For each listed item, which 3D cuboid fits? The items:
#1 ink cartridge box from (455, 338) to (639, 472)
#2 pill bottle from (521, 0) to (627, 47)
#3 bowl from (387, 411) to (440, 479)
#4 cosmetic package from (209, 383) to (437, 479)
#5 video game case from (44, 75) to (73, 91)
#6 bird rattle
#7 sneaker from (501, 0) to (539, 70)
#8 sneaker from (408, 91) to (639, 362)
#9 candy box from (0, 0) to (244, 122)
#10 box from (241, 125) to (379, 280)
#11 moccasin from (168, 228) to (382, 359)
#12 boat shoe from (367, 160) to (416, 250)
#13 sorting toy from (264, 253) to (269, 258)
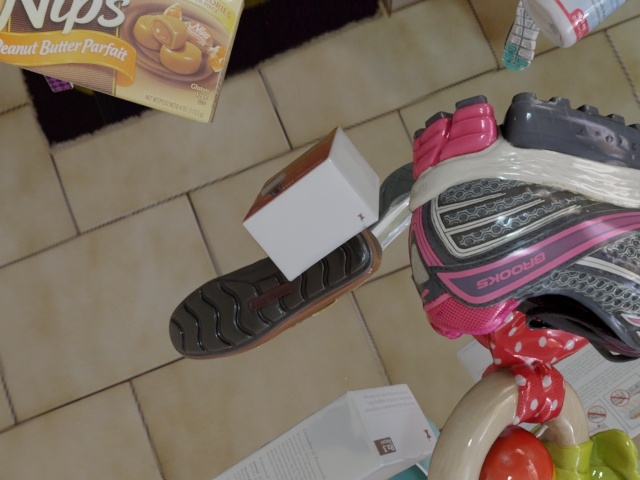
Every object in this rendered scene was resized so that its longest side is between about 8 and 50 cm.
[{"bbox_3d":[0.450,0.242,1.238,0.308,0.091,0.385,-38,41,6],"label":"ink cartridge box"},{"bbox_3d":[0.304,-0.292,0.799,0.160,0.087,0.087,-39,80,10],"label":"pill bottle"},{"bbox_3d":[0.159,0.481,1.685,0.312,0.311,0.163,32,48,7],"label":"bowl"},{"bbox_3d":[-0.002,0.242,0.786,0.231,0.117,0.085,-40,63,26],"label":"cosmetic package"},{"bbox_3d":[-0.462,-0.381,1.181,0.042,0.232,0.210,-16,80,-9],"label":"video game case"},{"bbox_3d":[0.167,0.161,0.578,0.143,0.253,0.207,19,54,45],"label":"bird rattle"},{"bbox_3d":[0.350,-0.374,1.241,0.065,0.076,0.166,21,123,-3],"label":"sneaker"},{"bbox_3d":[0.187,0.013,0.398,0.299,0.121,0.112,8,75,-10],"label":"sneaker"},{"bbox_3d":[-0.279,-0.292,1.008,0.317,0.087,0.182,16,96,-7],"label":"candy box"},{"bbox_3d":[-0.006,-0.050,0.890,0.130,0.170,0.091,-35,103,16],"label":"box"},{"bbox_3d":[-0.075,0.086,1.211,0.380,0.147,0.139,-33,76,8],"label":"moccasin"},{"bbox_3d":[0.191,-0.080,1.734,0.320,0.103,0.118,-43,41,-18],"label":"boat shoe"},{"bbox_3d":[0.000,0.000,1.856,0.257,0.255,0.089,3,40,-10],"label":"sorting toy"}]
